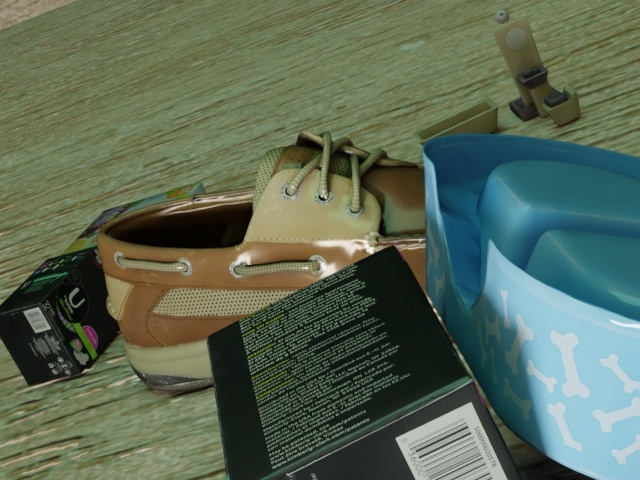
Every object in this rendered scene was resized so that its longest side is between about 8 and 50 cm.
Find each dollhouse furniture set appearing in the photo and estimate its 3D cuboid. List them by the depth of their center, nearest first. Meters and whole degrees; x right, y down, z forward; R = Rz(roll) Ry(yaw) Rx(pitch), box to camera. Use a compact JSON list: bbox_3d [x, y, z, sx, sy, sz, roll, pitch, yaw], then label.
[{"bbox_3d":[0.117,-0.113,1.128,0.114,0.081,0.091,-25,19,1],"label":"dollhouse furniture set"}]

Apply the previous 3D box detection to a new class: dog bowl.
[{"bbox_3d":[0.133,0.025,0.679,0.166,0.074,0.297,7,16,-10],"label":"dog bowl"}]

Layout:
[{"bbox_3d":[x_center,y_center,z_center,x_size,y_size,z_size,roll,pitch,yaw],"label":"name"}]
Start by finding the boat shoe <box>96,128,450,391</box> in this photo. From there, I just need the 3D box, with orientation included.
[{"bbox_3d":[0.000,0.000,0.923,0.324,0.120,0.122,-17,22,24],"label":"boat shoe"}]

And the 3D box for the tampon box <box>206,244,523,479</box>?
[{"bbox_3d":[0.025,0.096,0.646,0.101,0.120,0.161,-26,19,2],"label":"tampon box"}]

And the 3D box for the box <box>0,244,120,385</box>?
[{"bbox_3d":[-0.183,0.053,1.094,0.052,0.062,0.083,-15,22,31],"label":"box"}]

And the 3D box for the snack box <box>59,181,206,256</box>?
[{"bbox_3d":[-0.154,0.010,1.207,0.100,0.037,0.141,-13,23,27],"label":"snack box"}]
